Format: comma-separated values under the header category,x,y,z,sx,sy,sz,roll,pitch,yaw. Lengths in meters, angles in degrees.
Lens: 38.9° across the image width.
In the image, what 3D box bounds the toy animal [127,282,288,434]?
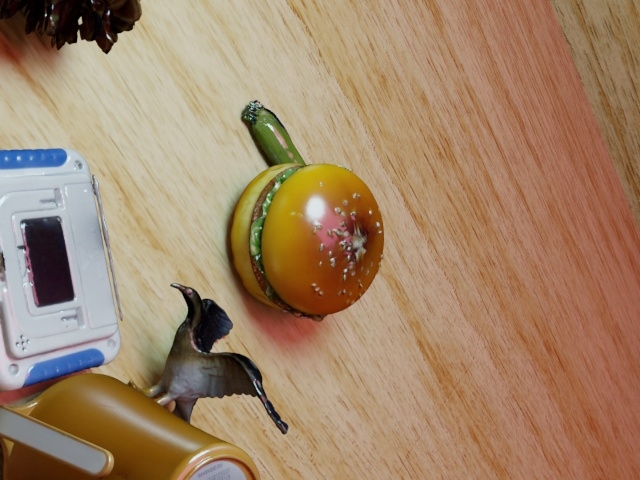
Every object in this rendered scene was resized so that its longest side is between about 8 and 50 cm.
category,x,y,z,sx,sy,sz,roll,pitch,yaw
toy animal,-0.157,0.149,1.106,0.160,0.272,0.197,-42,128,-11

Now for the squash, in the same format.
category,x,y,z,sx,sy,sz,roll,pitch,yaw
squash,-0.061,-0.137,1.405,0.183,0.052,0.052,60,39,-22

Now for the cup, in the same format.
category,x,y,z,sx,sy,sz,roll,pitch,yaw
cup,-0.206,0.235,0.922,0.226,0.264,0.182,39,66,-42

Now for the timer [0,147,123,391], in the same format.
category,x,y,z,sx,sy,sz,roll,pitch,yaw
timer,-0.308,0.026,0.982,0.178,0.078,0.253,-12,92,-55

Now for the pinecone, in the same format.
category,x,y,z,sx,sy,sz,roll,pitch,yaw
pinecone,-0.290,-0.316,0.997,0.221,0.222,0.221,19,66,-52

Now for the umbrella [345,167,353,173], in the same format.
category,x,y,z,sx,sy,sz,roll,pitch,yaw
umbrella,0.014,-0.101,1.516,0.133,0.031,0.036,-18,98,-56

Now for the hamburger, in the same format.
category,x,y,z,sx,sy,sz,roll,pitch,yaw
hamburger,0.000,-0.002,1.317,0.246,0.170,0.246,-3,94,-44
